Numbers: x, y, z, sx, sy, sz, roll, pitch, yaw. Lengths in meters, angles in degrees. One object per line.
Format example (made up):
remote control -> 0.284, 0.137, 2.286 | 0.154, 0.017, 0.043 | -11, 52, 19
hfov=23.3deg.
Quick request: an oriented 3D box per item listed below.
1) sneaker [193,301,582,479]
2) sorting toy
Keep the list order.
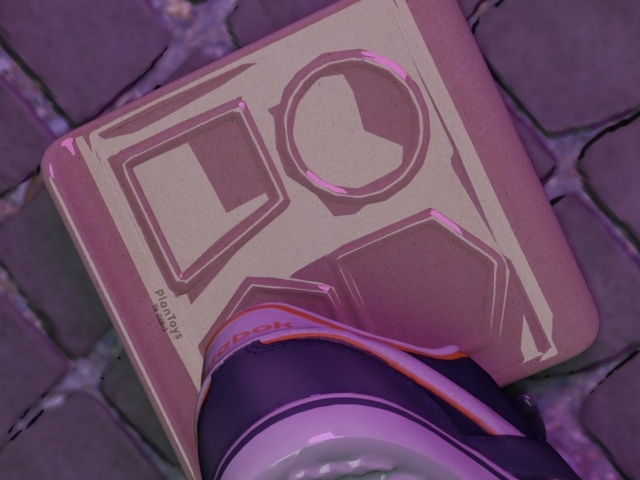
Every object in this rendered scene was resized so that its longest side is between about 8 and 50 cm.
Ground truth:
sneaker -> 0.070, 0.134, 0.680 | 0.126, 0.127, 0.321 | -39, 124, 10
sorting toy -> 0.000, 0.000, 0.727 | 0.208, 0.038, 0.193 | -25, 94, 8
